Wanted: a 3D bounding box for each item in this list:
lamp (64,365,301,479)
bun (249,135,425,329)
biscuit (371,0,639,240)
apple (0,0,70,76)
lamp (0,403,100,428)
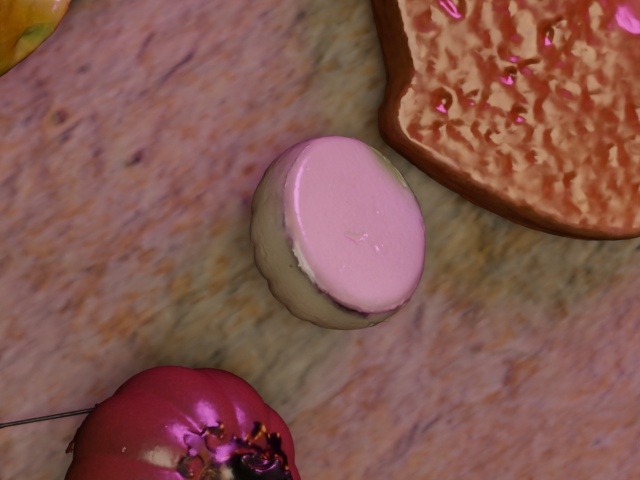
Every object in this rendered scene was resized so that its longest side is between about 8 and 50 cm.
[{"bbox_3d":[-0.086,0.174,1.179,0.182,0.140,0.182,4,85,-43],"label":"lamp"},{"bbox_3d":[0.000,0.000,1.222,0.138,0.094,0.138,15,66,-38],"label":"bun"},{"bbox_3d":[0.231,-0.203,1.256,0.455,0.078,0.349,-39,96,-6],"label":"biscuit"},{"bbox_3d":[-0.295,-0.231,1.043,0.340,0.339,0.339,-1,94,-10],"label":"apple"},{"bbox_3d":[-0.211,0.137,1.222,0.121,0.041,0.054,6,84,-7],"label":"lamp"}]
